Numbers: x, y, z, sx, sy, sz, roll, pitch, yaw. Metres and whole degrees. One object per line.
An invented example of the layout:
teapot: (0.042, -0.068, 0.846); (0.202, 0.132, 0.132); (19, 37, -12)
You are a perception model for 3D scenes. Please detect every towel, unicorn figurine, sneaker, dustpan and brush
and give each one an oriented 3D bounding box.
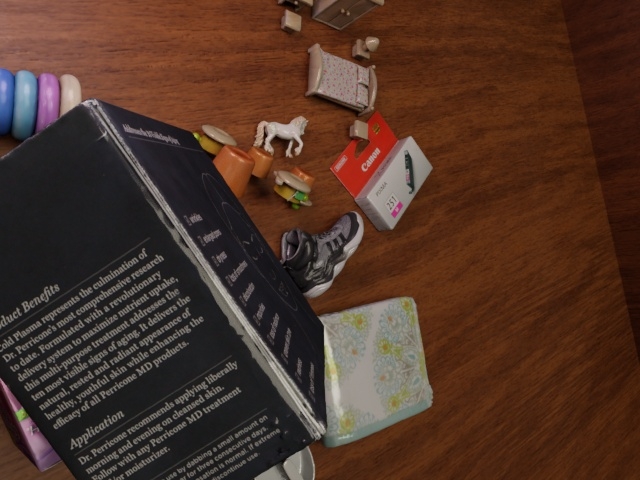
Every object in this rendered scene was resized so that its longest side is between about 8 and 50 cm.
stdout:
towel: (0.131, 0.327, 1.463); (0.375, 0.090, 0.320); (-8, 86, -38)
unicorn figurine: (-0.084, -0.261, 1.384); (0.162, 0.060, 0.111); (7, 81, -37)
sneaker: (0.000, 0.000, 1.388); (0.153, 0.101, 0.268); (47, 62, -27)
dustpan and brush: (-0.050, 0.567, 1.305); (0.147, 0.060, 0.211); (-41, 109, -34)

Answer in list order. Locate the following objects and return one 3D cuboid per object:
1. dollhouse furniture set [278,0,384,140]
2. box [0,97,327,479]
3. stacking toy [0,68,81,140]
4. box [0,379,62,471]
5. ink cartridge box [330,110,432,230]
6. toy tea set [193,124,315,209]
dollhouse furniture set: (0.050, -0.477, 1.437); (0.304, 0.174, 0.355); (10, 77, -36)
box: (-0.236, 0.082, 0.863); (0.298, 0.480, 0.471); (-32, 95, 3)
stacking toy: (-0.593, -0.245, 0.951); (0.331, 0.141, 0.141); (4, 82, -33)
box: (-0.477, 0.223, 0.924); (0.117, 0.214, 0.242); (-27, 102, -37)
ink cartridge box: (0.182, -0.205, 1.584); (0.239, 0.060, 0.275); (50, 58, -23)
toy tea set: (-0.145, -0.131, 1.280); (0.336, 0.200, 0.124); (22, 109, -33)
